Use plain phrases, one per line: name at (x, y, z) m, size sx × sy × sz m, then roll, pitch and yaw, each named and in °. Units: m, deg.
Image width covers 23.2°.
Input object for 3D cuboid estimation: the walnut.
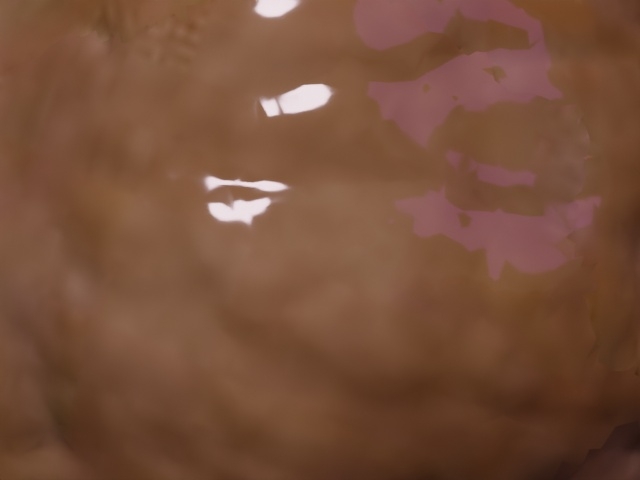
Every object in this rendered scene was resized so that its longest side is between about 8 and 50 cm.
walnut at (0.001, -0.004, 0.520) m, size 0.344 × 0.306 × 0.306 m, roll 6°, pitch 60°, yaw -50°
